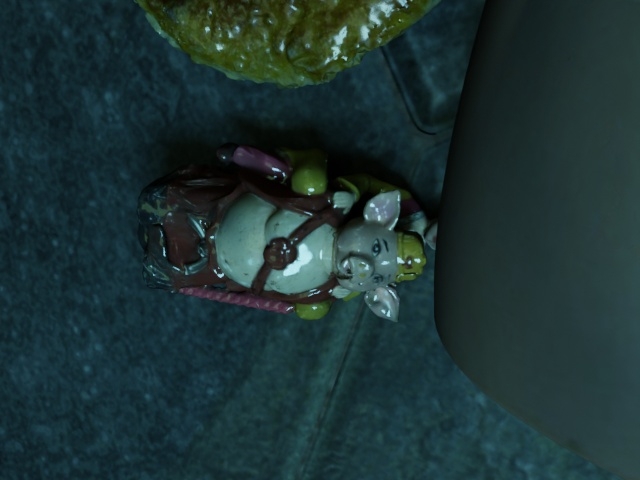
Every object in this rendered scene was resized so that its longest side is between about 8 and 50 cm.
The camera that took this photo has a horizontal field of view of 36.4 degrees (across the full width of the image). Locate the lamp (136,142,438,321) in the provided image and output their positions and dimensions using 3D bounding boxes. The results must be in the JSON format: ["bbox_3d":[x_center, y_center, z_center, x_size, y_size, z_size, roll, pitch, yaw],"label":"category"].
[{"bbox_3d":[0.000,0.000,0.659,0.253,0.118,0.118,9,103,23],"label":"lamp"}]

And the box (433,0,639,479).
[{"bbox_3d":[0.198,-0.024,0.481,0.301,0.301,0.216,25,117,17],"label":"box"}]

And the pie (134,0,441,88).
[{"bbox_3d":[-0.021,-0.248,0.635,0.315,0.092,0.315,4,102,21],"label":"pie"}]
